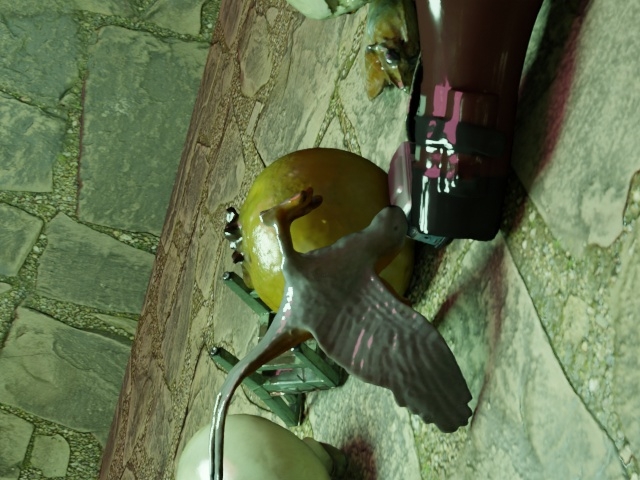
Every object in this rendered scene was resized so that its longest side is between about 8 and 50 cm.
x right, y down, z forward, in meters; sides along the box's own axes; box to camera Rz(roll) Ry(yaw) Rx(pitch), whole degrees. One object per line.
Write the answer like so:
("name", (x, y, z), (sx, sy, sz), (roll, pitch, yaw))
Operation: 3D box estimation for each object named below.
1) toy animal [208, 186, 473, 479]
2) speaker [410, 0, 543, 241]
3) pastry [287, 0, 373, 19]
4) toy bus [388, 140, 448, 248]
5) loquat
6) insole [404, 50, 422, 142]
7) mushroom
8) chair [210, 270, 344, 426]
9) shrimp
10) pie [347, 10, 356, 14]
("toy animal", (-0.024, 0.093, 1.325), (0.225, 0.284, 0.302), (-129, 22, -74))
("speaker", (0.136, -0.185, 1.314), (0.259, 0.198, 0.330), (-143, 58, -60))
("pastry", (0.047, -0.410, 1.722), (0.264, 0.133, 0.265), (-27, 23, 12))
("toy bus", (0.118, -0.057, 1.447), (0.060, 0.074, 0.123), (118, 159, -45))
("loquat", (0.000, 0.000, 1.518), (0.244, 0.243, 0.244), (-167, 90, -75))
("insole", (0.146, -0.275, 1.489), (0.119, 0.009, 0.349), (66, -143, -64))
("mushroom", (-0.062, 0.325, 1.578), (0.246, 0.202, 0.246), (30, 134, 36))
("chair", (-0.028, 0.153, 1.753), (0.270, 0.147, 0.136), (51, -141, -50))
("shrimp", (0.093, -0.259, 1.731), (0.317, 0.077, 0.168), (-92, 12, -58))
("pie", (0.048, -0.430, 2.097), (0.191, 0.033, 0.088), (-102, 25, -57))
